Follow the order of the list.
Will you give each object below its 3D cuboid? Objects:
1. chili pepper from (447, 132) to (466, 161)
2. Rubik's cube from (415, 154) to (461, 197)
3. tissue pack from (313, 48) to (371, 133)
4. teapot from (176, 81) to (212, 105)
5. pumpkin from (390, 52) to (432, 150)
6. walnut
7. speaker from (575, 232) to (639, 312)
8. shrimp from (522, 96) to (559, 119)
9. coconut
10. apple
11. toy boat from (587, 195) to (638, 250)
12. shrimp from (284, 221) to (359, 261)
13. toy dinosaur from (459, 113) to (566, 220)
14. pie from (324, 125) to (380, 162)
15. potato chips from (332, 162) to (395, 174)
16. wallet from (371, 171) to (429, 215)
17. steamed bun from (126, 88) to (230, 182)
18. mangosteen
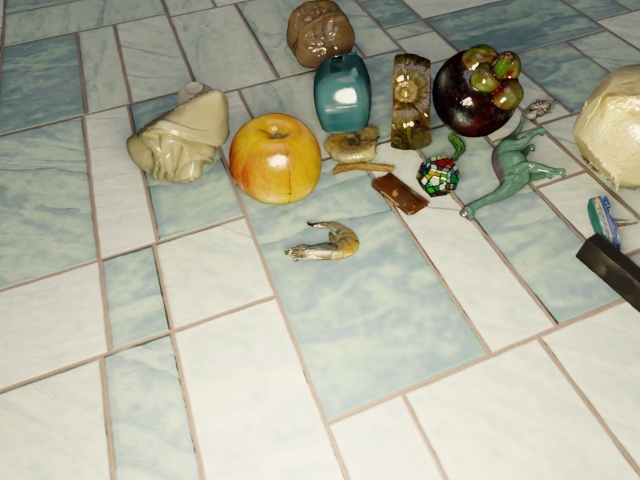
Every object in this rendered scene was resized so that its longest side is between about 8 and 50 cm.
[{"bbox_3d":[0.456,-0.308,1.555,0.055,0.035,0.118,-5,61,14],"label":"chili pepper"},{"bbox_3d":[0.358,-0.195,1.417,0.111,0.133,0.133,20,51,-16],"label":"Rubik's cube"},{"bbox_3d":[0.075,-0.515,1.589,0.197,0.206,0.288,-4,38,9],"label":"tissue pack"},{"bbox_3d":[-0.456,-0.522,1.722,0.145,0.092,0.226,-23,58,-14],"label":"teapot"},{"bbox_3d":[0.302,-0.454,1.553,0.139,0.222,0.318,-2,80,12],"label":"pumpkin"},{"bbox_3d":[0.001,-0.809,1.838,0.272,0.227,0.274,-2,55,3],"label":"walnut"},{"bbox_3d":[0.771,0.085,1.204,0.044,0.082,0.218,-24,56,-17],"label":"speaker"},{"bbox_3d":[0.790,-0.474,1.655,0.165,0.057,0.065,-25,39,-4],"label":"shrimp"},{"bbox_3d":[0.944,-0.348,1.359,0.345,0.361,0.347,0,53,0],"label":"coconut"},{"bbox_3d":[-0.133,-0.244,1.397,0.285,0.233,0.286,0,52,0],"label":"apple"},{"bbox_3d":[0.823,-0.049,1.297,0.110,0.091,0.175,-8,55,17],"label":"toy boat"},{"bbox_3d":[0.000,0.000,1.323,0.216,0.051,0.150,-5,48,-12],"label":"shrimp"},{"bbox_3d":[0.550,-0.240,1.466,0.330,0.129,0.384,-12,51,4],"label":"toy dinosaur"},{"bbox_3d":[0.105,-0.322,1.551,0.184,0.052,0.218,-3,42,11],"label":"pie"},{"bbox_3d":[0.140,-0.235,1.512,0.203,0.026,0.037,-2,54,0],"label":"potato chips"},{"bbox_3d":[0.242,-0.145,1.437,0.095,0.026,0.176,-30,57,-27],"label":"wallet"},{"bbox_3d":[-0.418,-0.305,1.460,0.324,0.220,0.309,-41,23,-31],"label":"steamed bun"},{"bbox_3d":[0.522,-0.498,1.528,0.299,0.301,0.301,-1,52,1],"label":"mangosteen"}]
